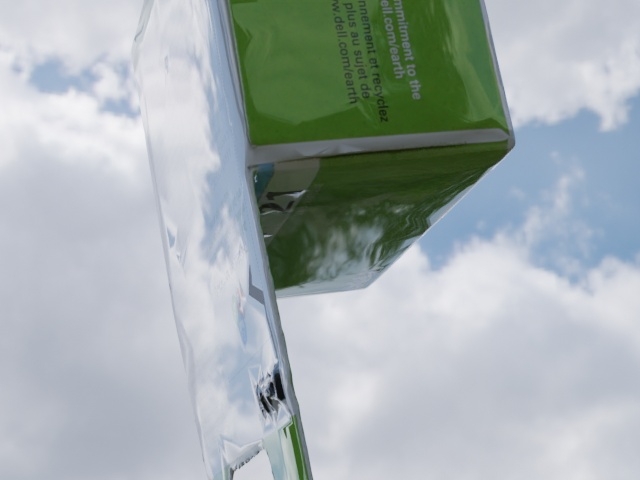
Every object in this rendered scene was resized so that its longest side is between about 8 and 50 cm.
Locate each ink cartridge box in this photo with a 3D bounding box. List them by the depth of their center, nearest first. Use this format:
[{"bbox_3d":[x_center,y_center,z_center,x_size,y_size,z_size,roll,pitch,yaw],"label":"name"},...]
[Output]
[{"bbox_3d":[0.000,0.000,0.480,0.097,0.255,0.189,-7,-15,-16],"label":"ink cartridge box"}]
